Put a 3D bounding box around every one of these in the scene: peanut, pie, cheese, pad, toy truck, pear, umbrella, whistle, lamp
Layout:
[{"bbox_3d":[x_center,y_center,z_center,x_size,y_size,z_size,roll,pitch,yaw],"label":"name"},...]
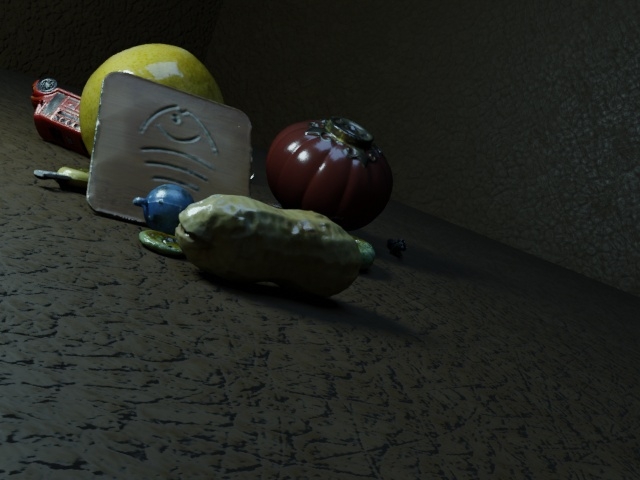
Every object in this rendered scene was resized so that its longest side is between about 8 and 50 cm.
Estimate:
[{"bbox_3d":[-0.071,0.007,1.165,0.290,0.130,0.130,14,10,-33],"label":"peanut"},{"bbox_3d":[-0.227,0.004,1.191,0.084,0.021,0.084,18,9,-3],"label":"pie"},{"bbox_3d":[-0.433,-0.108,1.401,0.086,0.036,0.162,21,8,21],"label":"cheese"},{"bbox_3d":[0.000,0.000,1.614,0.240,0.054,0.240,20,6,-2],"label":"pie"},{"bbox_3d":[-0.248,-0.143,1.390,0.286,0.284,0.018,15,-30,-29],"label":"pad"},{"bbox_3d":[-0.561,-0.271,1.846,0.252,0.114,0.108,22,-30,14],"label":"toy truck"},{"bbox_3d":[-0.321,-0.234,1.589,0.314,0.315,0.314,19,8,-3],"label":"pear"},{"bbox_3d":[0.185,0.018,2.010,0.044,0.044,0.269,-7,1,-3],"label":"umbrella"},{"bbox_3d":[-0.223,-0.043,1.288,0.157,0.090,0.090,15,9,-29],"label":"whistle"},{"bbox_3d":[0.019,-0.150,1.868,0.303,0.257,0.303,21,23,-10],"label":"lamp"}]

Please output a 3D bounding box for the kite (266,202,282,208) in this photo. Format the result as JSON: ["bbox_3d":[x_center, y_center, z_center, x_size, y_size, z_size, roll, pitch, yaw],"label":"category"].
[{"bbox_3d":[-0.044,-0.079,2.162,0.189,0.009,0.232,25,10,33],"label":"kite"}]

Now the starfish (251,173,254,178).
[{"bbox_3d":[-0.253,-0.246,2.431,0.074,0.147,0.190,-16,4,-9],"label":"starfish"}]
